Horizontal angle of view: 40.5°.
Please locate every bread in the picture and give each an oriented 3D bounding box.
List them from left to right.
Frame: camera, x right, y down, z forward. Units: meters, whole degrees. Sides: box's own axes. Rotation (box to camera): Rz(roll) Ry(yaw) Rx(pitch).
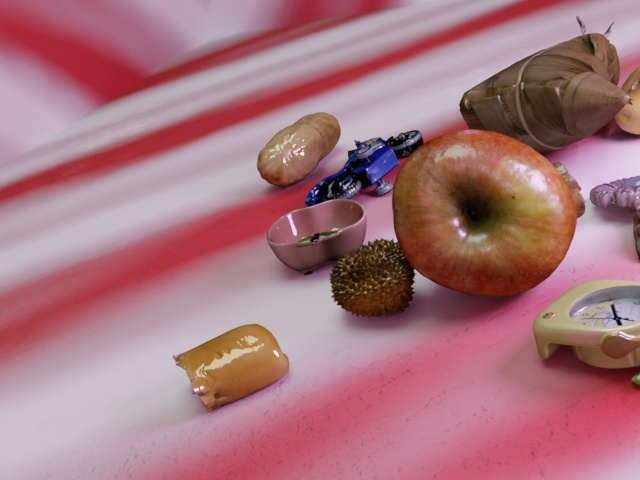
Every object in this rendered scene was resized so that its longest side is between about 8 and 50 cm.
[{"bbox_3d":[-0.146,0.200,1.436,0.173,0.085,0.134,-24,27,-16],"label":"bread"}]

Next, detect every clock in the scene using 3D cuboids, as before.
[{"bbox_3d":[0.436,0.124,1.242,0.170,0.069,0.232,-28,21,-35],"label":"clock"}]

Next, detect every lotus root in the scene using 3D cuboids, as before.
[{"bbox_3d":[0.438,-0.079,1.638,0.081,0.112,0.122,-31,-4,-9],"label":"lotus root"}]

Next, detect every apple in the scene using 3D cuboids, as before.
[{"bbox_3d":[0.271,-0.046,1.473,0.277,0.309,0.250,-51,-2,11],"label":"apple"}]

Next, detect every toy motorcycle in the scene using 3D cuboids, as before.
[{"bbox_3d":[0.098,-0.169,2.033,0.315,0.113,0.169,-40,22,-26],"label":"toy motorcycle"}]

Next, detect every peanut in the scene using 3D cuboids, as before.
[{"bbox_3d":[-0.044,-0.241,2.226,0.147,0.148,0.319,2,28,34],"label":"peanut"}]

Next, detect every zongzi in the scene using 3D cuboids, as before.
[{"bbox_3d":[0.624,-0.344,1.883,0.500,0.218,0.467,-31,20,-27],"label":"zongzi"}]

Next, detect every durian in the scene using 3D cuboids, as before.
[{"bbox_3d":[0.096,0.069,1.523,0.168,0.137,0.158,-18,2,30],"label":"durian"}]

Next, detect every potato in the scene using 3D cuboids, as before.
[{"bbox_3d":[0.740,-0.316,1.911,0.146,0.150,0.234,30,52,8],"label":"potato"}]

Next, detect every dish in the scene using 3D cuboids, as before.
[{"bbox_3d":[0.000,0.000,1.759,0.213,0.090,0.213,-13,23,6],"label":"dish"}]

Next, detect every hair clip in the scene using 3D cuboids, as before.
[{"bbox_3d":[0.580,-0.064,1.568,0.173,0.069,0.300,-9,26,16],"label":"hair clip"}]

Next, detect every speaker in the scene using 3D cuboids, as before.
[{"bbox_3d":[0.165,-0.223,2.175,0.191,0.040,0.046,-13,23,7],"label":"speaker"}]

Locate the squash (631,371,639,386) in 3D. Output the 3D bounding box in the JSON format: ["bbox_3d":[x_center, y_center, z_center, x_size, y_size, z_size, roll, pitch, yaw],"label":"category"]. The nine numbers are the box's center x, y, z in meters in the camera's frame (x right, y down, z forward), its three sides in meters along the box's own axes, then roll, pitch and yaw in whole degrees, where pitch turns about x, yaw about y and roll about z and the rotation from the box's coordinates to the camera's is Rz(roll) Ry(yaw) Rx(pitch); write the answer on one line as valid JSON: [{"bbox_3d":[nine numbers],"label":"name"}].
[{"bbox_3d":[0.468,0.179,1.186,0.089,0.027,0.027,-17,25,7],"label":"squash"}]
